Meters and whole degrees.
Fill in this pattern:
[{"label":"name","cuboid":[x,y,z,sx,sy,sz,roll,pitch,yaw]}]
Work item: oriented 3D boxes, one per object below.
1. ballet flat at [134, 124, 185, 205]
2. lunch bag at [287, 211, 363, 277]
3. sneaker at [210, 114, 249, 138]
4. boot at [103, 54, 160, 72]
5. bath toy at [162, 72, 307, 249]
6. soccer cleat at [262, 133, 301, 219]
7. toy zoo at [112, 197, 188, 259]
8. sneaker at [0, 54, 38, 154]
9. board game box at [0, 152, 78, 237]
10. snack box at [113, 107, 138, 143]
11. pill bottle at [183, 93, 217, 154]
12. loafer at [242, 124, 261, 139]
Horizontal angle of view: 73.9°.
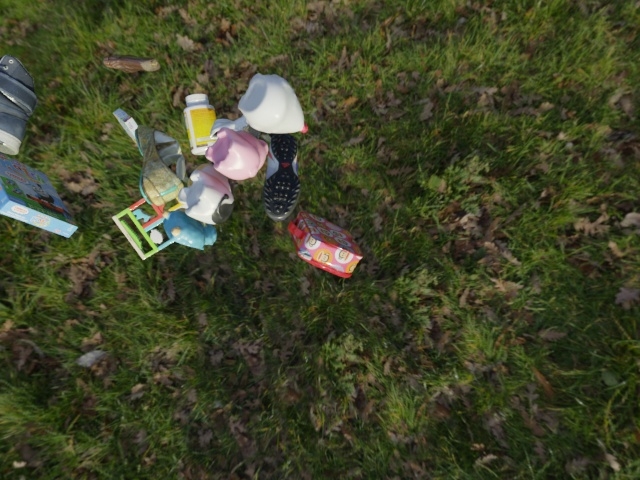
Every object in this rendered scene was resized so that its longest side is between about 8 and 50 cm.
[{"label":"ballet flat","cuboid":[-0.432,-0.224,1.165,0.123,0.123,0.348,-25,46,-3]},{"label":"lunch bag","cuboid":[0.000,0.000,1.545,0.258,0.293,0.120,24,106,-20]},{"label":"sneaker","cuboid":[-0.289,-0.388,1.494,0.212,0.080,0.094,-6,43,18]},{"label":"boot","cuboid":[-0.369,-0.367,0.885,0.114,0.106,0.037,9,115,21]},{"label":"bath toy","cuboid":[-0.152,-0.138,0.781,0.348,0.129,0.151,-49,48,19]},{"label":"soccer cleat","cuboid":[-0.117,-0.177,1.280,0.108,0.116,0.318,4,57,-8]},{"label":"toy zoo","cuboid":[-0.585,-0.084,1.576,0.293,0.030,0.192,-32,103,-1]},{"label":"sneaker","cuboid":[-0.620,-0.273,0.736,0.086,0.226,0.163,1,70,42]},{"label":"board game box","cuboid":[-0.651,-0.108,0.938,0.039,0.160,0.211,-46,64,1]},{"label":"snack box","cuboid":[-0.716,-0.423,1.620,0.100,0.141,0.037,35,70,30]},{"label":"pill bottle","cuboid":[-0.456,-0.445,1.637,0.117,0.117,0.215,-9,97,0]},{"label":"loafer","cuboid":[-0.234,-0.333,1.401,0.056,0.148,0.050,28,43,-12]}]
